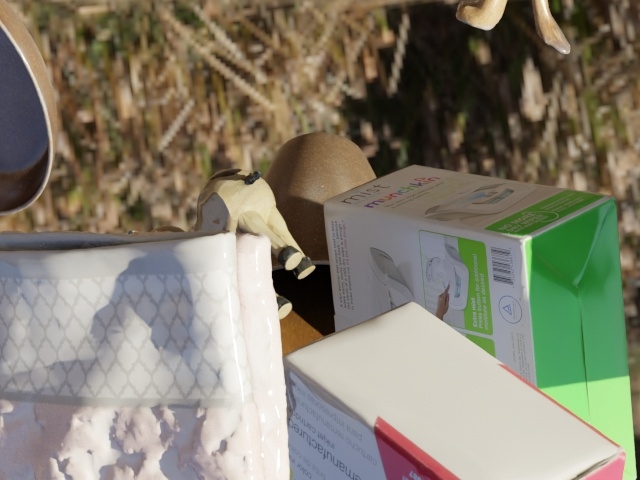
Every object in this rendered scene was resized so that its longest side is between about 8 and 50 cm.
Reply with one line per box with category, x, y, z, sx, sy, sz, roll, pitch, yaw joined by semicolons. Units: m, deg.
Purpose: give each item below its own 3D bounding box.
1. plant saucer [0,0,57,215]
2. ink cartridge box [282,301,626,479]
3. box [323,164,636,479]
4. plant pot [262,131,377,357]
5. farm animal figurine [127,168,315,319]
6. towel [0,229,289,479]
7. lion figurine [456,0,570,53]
plant saucer;-0.205;-0.091;0.815;0.168;0.168;0.029;-19;-161;46
ink cartridge box;0.081;0.234;1.066;0.131;0.306;0.226;-19;-144;-34
box;0.132;0.087;1.271;0.127;0.262;0.231;-23;-157;-37
plant pot;0.000;0.000;1.636;0.215;0.230;0.215;1;141;1
farm animal figurine;-0.167;0.088;1.286;0.330;0.172;0.327;-37;156;-12
towel;-0.159;0.150;0.899;0.332;0.317;0.053;-1;-177;36
lion figurine;0.117;-0.339;1.325;0.392;0.240;0.142;34;-164;33
